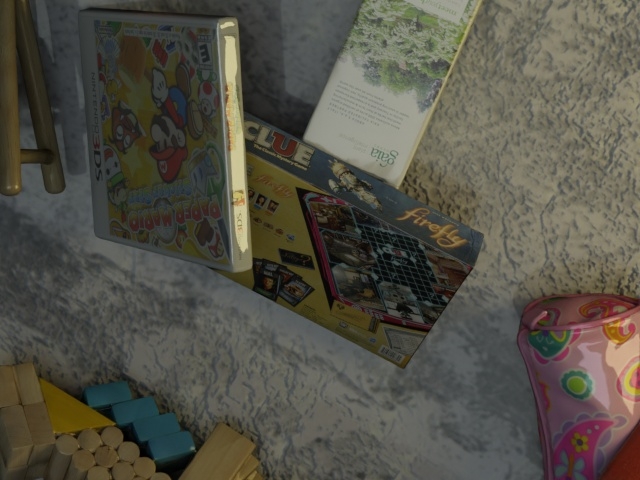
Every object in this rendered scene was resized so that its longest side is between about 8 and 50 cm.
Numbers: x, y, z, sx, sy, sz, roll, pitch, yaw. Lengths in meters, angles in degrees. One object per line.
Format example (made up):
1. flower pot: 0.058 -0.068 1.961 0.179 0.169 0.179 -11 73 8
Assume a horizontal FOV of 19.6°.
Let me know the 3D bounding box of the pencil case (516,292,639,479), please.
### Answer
1. pencil case: 0.244 0.188 1.627 0.124 0.124 0.284 -7 103 6

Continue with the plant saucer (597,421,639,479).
1. plant saucer: 0.399 0.198 1.585 0.259 0.048 0.258 41 78 -15

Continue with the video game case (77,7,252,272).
1. video game case: -0.134 -0.089 1.565 0.026 0.227 0.206 -11 104 -35

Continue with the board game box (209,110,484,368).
1. board game box: 0.000 0.000 1.602 0.243 0.042 0.165 28 139 -2

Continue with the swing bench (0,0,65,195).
1. swing bench: -0.369 -0.150 1.564 0.253 0.165 0.254 -7 91 6

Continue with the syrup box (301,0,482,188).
1. syrup box: 0.074 -0.173 1.576 0.093 0.096 0.237 24 104 2

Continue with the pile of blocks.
1. pile of blocks: -0.151 0.232 1.688 0.362 0.149 0.112 36 145 6
